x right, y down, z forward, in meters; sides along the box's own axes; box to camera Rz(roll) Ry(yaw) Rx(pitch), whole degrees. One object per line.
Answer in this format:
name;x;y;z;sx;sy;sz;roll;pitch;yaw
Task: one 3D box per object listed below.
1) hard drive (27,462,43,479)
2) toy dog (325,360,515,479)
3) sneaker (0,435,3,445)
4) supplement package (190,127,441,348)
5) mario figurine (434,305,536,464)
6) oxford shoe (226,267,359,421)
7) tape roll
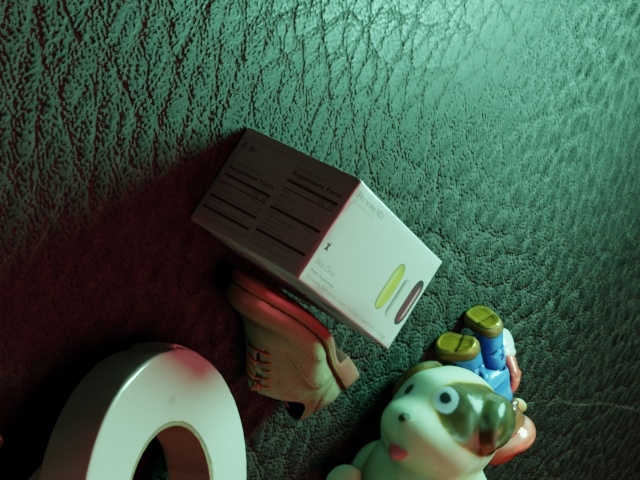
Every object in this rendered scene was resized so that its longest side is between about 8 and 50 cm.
hard drive;-0.348;0.380;1.475;0.319;0.040;0.210;-52;155;-53
toy dog;0.201;0.410;2.059;0.395;0.284;0.408;-11;115;-29
sneaker;-0.402;0.215;1.423;0.042;0.067;0.118;-42;170;-28
supplement package;0.000;0.000;1.626;0.145;0.204;0.262;-58;143;-6
mario figurine;0.277;0.274;2.249;0.198;0.170;0.321;-17;122;1
oxford shoe;-0.054;0.160;1.738;0.130;0.123;0.348;-49;141;-9
tape roll;-0.214;0.326;1.558;0.392;0.072;0.392;-1;90;-64
